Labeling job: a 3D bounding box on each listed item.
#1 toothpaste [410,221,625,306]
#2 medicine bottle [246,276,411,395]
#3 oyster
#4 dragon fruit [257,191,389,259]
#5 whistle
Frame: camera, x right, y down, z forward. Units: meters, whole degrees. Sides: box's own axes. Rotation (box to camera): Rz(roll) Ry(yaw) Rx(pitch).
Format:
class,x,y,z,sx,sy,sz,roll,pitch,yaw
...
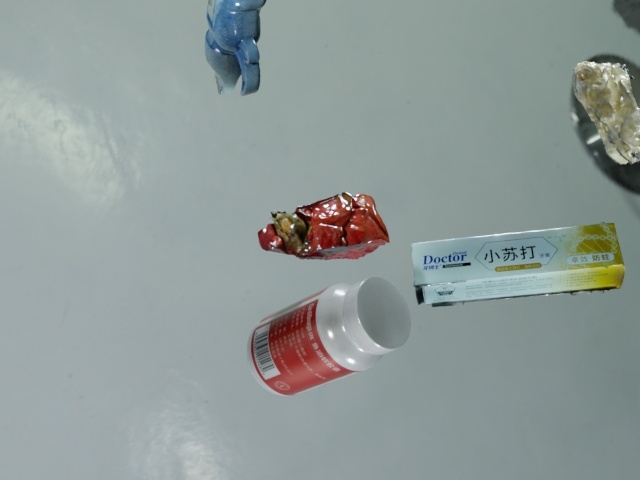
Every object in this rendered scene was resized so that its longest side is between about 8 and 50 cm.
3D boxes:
class,x,y,z,sx,sy,sz,roll,pitch,yaw
toothpaste,0.297,0.039,1.388,0.312,0.071,0.089,-6,56,8
medicine bottle,0.008,0.141,1.324,0.131,0.250,0.131,21,57,-36
oyster,0.444,-0.207,1.403,0.072,0.133,0.209,-4,70,-7
dragon fruit,-0.003,-0.020,1.387,0.192,0.122,0.092,-7,77,-13
whistle,-0.142,-0.339,1.470,0.093,0.269,0.180,-15,66,-18
